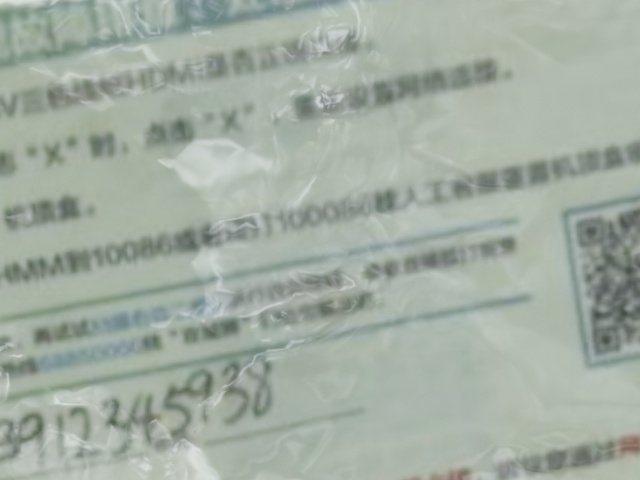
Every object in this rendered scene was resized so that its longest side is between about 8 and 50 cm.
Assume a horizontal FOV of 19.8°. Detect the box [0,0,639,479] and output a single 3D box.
[{"bbox_3d":[0.001,0.000,0.620,0.111,0.396,0.397,-110,10,-73],"label":"box"}]
